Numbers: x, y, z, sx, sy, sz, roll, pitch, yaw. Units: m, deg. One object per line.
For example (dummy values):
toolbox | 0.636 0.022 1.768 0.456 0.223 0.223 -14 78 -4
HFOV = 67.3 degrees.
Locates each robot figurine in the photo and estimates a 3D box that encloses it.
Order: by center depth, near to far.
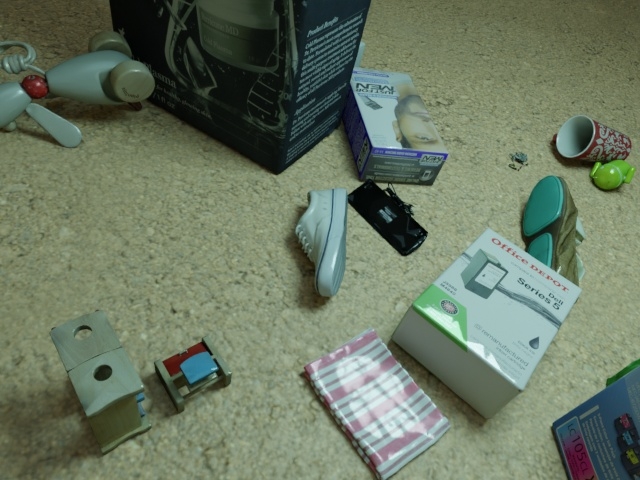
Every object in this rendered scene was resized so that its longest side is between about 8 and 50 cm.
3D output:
robot figurine | 0.766 -0.172 1.260 0.115 0.067 0.101 -20 29 -30

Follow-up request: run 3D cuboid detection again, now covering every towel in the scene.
towel | 0.084 0.236 0.724 0.144 0.029 0.197 -23 58 -31

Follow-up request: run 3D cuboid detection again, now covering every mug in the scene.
mug | 0.738 -0.274 1.309 0.170 0.113 0.150 8 36 -24

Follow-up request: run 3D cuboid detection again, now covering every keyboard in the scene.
keyboard | 0.147 -0.051 1.013 0.100 0.038 0.192 -36 64 -12

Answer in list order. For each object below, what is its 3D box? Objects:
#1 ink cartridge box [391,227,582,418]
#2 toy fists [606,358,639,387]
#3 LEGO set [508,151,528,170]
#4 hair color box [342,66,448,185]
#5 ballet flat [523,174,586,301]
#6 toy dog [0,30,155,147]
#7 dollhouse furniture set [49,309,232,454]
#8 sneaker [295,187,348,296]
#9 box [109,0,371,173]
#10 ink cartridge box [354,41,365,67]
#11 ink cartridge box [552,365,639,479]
ink cartridge box | 0.286 0.125 0.821 0.198 0.114 0.273 38 50 19
toy fists | 0.635 0.224 0.809 0.280 0.142 0.096 -3 49 -17
LEGO set | 0.524 -0.213 1.261 0.054 0.023 0.083 20 46 3
hair color box | 0.162 -0.287 1.174 0.185 0.110 0.338 2 50 -16
ballet flat | 0.500 0.004 1.009 0.124 0.116 0.342 35 46 -10
toy dog | -0.504 -0.299 0.998 0.334 0.161 0.220 -8 58 -5
dollhouse furniture set | -0.229 0.157 0.639 0.184 0.129 0.129 -24 58 -31
sneaker | 0.000 0.000 0.890 0.091 0.094 0.258 -1 42 8
box | -0.170 -0.484 1.009 0.480 0.471 0.297 31 48 14
ink cartridge box | 0.011 -0.476 1.288 0.128 0.127 0.176 35 48 17
ink cartridge box | 0.532 0.230 0.600 0.270 0.395 0.151 5 48 -11
